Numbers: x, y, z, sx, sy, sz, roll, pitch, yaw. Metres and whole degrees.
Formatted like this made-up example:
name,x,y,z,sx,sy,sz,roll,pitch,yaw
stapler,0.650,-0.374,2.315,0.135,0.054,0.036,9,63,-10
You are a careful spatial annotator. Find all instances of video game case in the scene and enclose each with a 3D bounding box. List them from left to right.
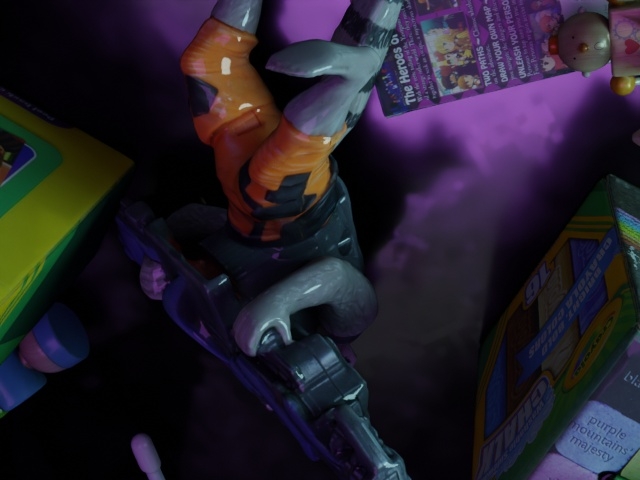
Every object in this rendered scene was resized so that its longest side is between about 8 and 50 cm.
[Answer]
name,x,y,z,sx,sy,sz,roll,pitch,yaw
video game case,0.108,-0.209,0.631,0.210,0.042,0.232,-13,113,17

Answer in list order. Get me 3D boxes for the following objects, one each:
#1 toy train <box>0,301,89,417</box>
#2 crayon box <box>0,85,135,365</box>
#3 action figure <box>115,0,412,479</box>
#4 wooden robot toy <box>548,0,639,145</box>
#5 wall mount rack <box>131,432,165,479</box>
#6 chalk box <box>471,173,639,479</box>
name,x,y,z,sx,sy,sz,roll,pitch,yaw
toy train,-0.305,0.033,0.817,0.143,0.105,0.248,-32,96,7
crayon box,-0.343,-0.044,0.654,0.363,0.313,0.106,29,118,-3
action figure,0.000,0.000,0.657,0.341,0.178,0.330,44,146,39
wooden robot toy,0.170,-0.122,0.601,0.079,0.076,0.173,0,116,22
wall mount rack,-0.214,0.333,0.926,0.350,0.130,0.304,-9,80,15
chalk box,0.209,0.119,0.630,0.180,0.289,0.179,28,118,-2
